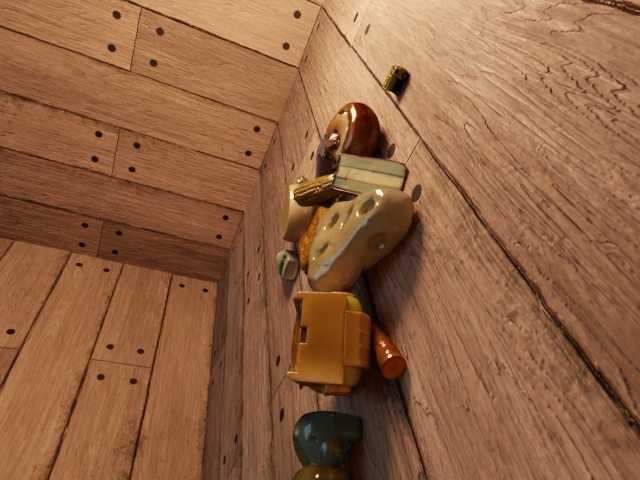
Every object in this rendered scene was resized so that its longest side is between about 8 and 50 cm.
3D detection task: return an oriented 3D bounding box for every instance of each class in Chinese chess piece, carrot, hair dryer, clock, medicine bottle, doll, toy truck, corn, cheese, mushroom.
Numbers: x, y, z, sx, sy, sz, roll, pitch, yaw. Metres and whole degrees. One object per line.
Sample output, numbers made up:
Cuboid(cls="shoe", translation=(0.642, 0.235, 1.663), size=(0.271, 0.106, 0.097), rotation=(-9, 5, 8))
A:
Cuboid(cls="Chinese chess piece", translation=(-0.104, -0.116, 1.903), size=(0.251, 0.097, 0.250), rotation=(-174, 90, -77))
Cuboid(cls="carrot", translation=(0.144, 0.245, 1.077), size=(0.209, 0.061, 0.061), rotation=(-117, 45, -67))
Cuboid(cls="hair dryer", translation=(0.031, -0.332, 1.786), size=(0.361, 0.121, 0.301), rotation=(-91, 14, -60))
Cuboid(cls="clock", translation=(0.014, 0.275, 1.160), size=(0.317, 0.201, 0.244), rotation=(102, 176, -68))
Cuboid(cls="medicine bottle", translation=(-0.148, 0.102, 1.962), size=(0.183, 0.070, 0.119), rotation=(-134, 59, -69))
Cuboid(cls="doll", translation=(0.003, 0.557, 1.073), size=(0.177, 0.162, 0.260), rotation=(130, 151, -48))
Cuboid(cls="toy truck", translation=(0.231, -0.495, 1.372), size=(0.049, 0.054, 0.083), rotation=(-108, 38, -58))
Cuboid(cls="corn", translation=(0.000, -0.183, 1.619), size=(0.262, 0.097, 0.097), rotation=(-14, 59, 39))
Cuboid(cls="cheese", translation=(0.097, -0.043, 1.254), size=(0.351, 0.130, 0.328), rotation=(-49, 21, 21))
Cuboid(cls="mushroom", translation=(0.102, -0.324, 1.453), size=(0.253, 0.154, 0.252), rotation=(-173, 90, -65))

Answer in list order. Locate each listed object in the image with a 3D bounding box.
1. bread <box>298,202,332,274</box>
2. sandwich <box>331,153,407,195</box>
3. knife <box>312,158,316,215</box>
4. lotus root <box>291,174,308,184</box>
Cuboid(cls="bread", translation=(0.000, 0.000, 1.593), size=(0.235, 0.099, 0.210), rotation=(-95, 29, -56))
Cuboid(cls="sandwich", translation=(0.135, -0.180, 1.273), size=(0.187, 0.144, 0.117), rotation=(-157, 80, -71))
Cuboid(cls="knife", translation=(-0.025, -0.225, 1.879), size=(0.043, 0.020, 0.292), rotation=(-13, -71, -84))
Cuboid(cls="lotus root", translation=(-0.102, -0.225, 2.064), size=(0.088, 0.088, 0.165), rotation=(-108, 28, -57))
